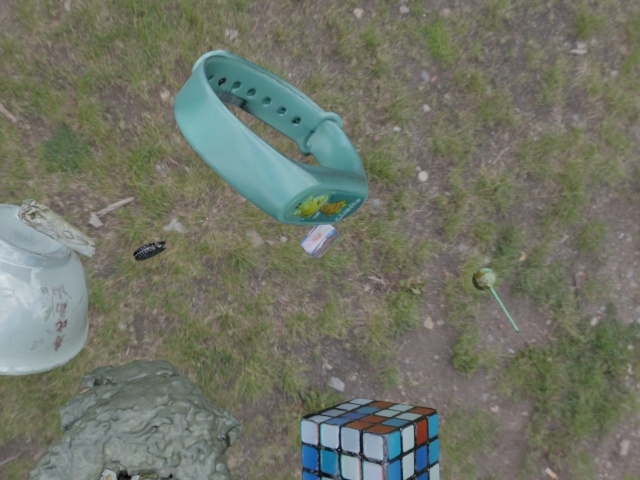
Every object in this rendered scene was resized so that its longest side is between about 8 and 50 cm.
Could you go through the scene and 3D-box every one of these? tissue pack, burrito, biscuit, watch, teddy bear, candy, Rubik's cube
[{"bbox_3d":[0.000,0.000,1.687,0.065,0.155,0.115,43,89,10],"label":"tissue pack"},{"bbox_3d":[-0.480,-0.021,0.964,0.041,0.055,0.149,-43,121,14],"label":"burrito"},{"bbox_3d":[-0.426,0.024,1.321,0.089,0.087,0.027,-27,87,-29],"label":"biscuit"},{"bbox_3d":[-0.040,-0.102,0.551,0.068,0.237,0.195,-45,68,27],"label":"watch"},{"bbox_3d":[-0.335,0.356,1.032,0.356,0.367,0.225,11,94,-16],"label":"teddy bear"},{"bbox_3d":[0.421,0.142,1.252,0.061,0.203,0.061,-7,131,-9],"label":"candy"},{"bbox_3d":[0.075,0.332,0.785,0.154,0.155,0.151,5,84,-50],"label":"Rubik's cube"}]

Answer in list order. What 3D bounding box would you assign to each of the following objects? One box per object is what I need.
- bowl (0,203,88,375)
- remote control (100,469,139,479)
[{"bbox_3d":[-0.650,0.052,1.095,0.434,0.435,0.196,34,104,-11],"label":"bowl"},{"bbox_3d":[-0.735,0.772,1.769,0.312,0.055,0.110,0,53,17],"label":"remote control"}]
